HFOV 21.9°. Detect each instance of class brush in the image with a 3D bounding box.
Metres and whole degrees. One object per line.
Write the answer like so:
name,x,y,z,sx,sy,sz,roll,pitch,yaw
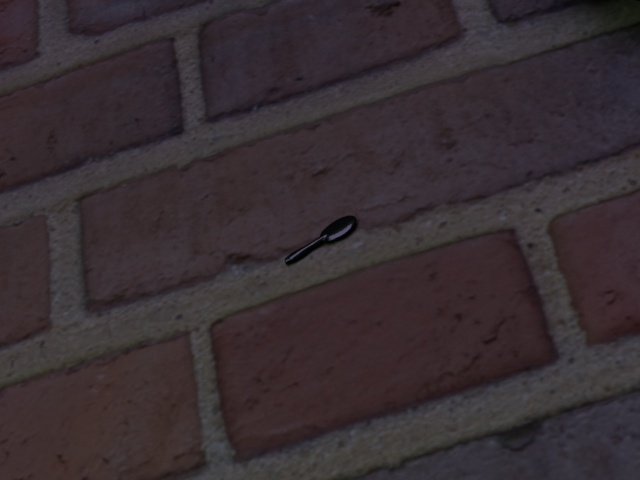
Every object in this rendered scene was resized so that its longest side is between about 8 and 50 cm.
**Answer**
brush,0.000,0.000,1.638,0.083,0.008,0.024,-33,47,-7
